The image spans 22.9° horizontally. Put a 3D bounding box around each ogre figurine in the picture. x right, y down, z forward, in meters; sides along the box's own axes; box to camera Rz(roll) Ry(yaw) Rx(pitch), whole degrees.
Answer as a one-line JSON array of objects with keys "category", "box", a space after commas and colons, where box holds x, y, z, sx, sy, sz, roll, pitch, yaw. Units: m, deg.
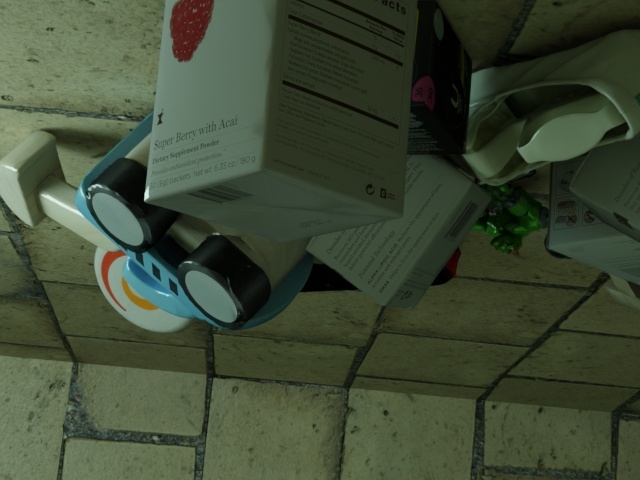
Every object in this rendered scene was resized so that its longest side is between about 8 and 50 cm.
[{"category": "ogre figurine", "box": [0.249, -0.042, 2.220, 0.118, 0.097, 0.197, 27, 143, -13]}]

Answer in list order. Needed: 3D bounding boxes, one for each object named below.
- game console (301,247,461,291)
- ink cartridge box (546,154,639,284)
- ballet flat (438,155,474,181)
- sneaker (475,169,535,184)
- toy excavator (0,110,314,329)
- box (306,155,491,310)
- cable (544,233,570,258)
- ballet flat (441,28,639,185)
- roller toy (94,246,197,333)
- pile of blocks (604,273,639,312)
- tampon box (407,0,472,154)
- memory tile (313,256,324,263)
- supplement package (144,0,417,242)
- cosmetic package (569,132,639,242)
[{"category": "game console", "box": [0.000, 0.000, 2.529, 0.387, 0.060, 0.342, -4, 156, 27]}, {"category": "ink cartridge box", "box": [0.502, -0.034, 2.087, 0.309, 0.130, 0.272, -9, 160, 41]}, {"category": "ballet flat", "box": [0.170, -0.068, 2.101, 0.073, 0.080, 0.232, 39, 167, 22]}, {"category": "sneaker", "box": [0.246, -0.116, 2.008, 0.075, 0.063, 0.170, -2, 162, -7]}, {"category": "toy excavator", "box": [-0.225, -0.031, 2.036, 0.433, 0.222, 0.445, 41, 150, 2]}, {"category": "box", "box": [0.098, -0.022, 1.896, 0.119, 0.182, 0.181, 37, -175, 14]}, {"category": "cable", "box": [0.429, -0.005, 2.391, 0.184, 0.047, 0.150, -9, 164, 29]}, {"category": "ballet flat", "box": [0.235, -0.131, 1.785, 0.139, 0.139, 0.400, 15, 161, -32]}, {"category": "roller toy", "box": [-0.232, 0.033, 2.416, 0.191, 0.146, 0.209, 5, 124, 29]}, {"category": "pile of blocks", "box": [0.569, 0.046, 2.379, 0.362, 0.149, 0.112, 9, -172, -29]}, {"category": "tampon box", "box": [0.095, -0.174, 1.726, 0.101, 0.120, 0.161, 0, 164, 20]}, {"category": "memory tile", "box": [0.034, 0.012, 2.449, 0.113, 0.012, 0.148, 8, 160, 0]}, {"category": "supplement package", "box": [-0.033, -0.167, 1.468, 0.175, 0.293, 0.177, 17, 160, -39]}, {"category": "cosmetic package", "box": [0.419, -0.063, 1.842, 0.184, 0.151, 0.151, 32, 180, 29]}]
